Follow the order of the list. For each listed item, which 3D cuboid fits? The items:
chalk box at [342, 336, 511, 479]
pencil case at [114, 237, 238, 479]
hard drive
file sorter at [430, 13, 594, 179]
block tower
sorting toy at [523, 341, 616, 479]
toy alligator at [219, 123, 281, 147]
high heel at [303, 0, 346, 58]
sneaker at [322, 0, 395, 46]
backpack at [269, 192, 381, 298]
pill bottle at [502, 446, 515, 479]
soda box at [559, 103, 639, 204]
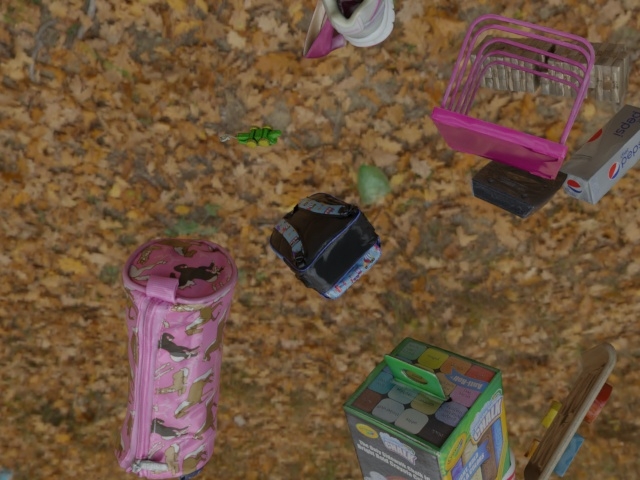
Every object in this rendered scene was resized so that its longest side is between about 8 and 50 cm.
[{"bbox_3d":[0.122,0.206,0.802,0.132,0.132,0.212,18,135,38],"label":"chalk box"},{"bbox_3d":[-0.217,0.179,1.035,0.160,0.167,0.385,-3,124,-24],"label":"pencil case"},{"bbox_3d":[0.467,-0.132,1.667,0.172,0.255,0.054,28,125,23],"label":"hard drive"},{"bbox_3d":[0.323,-0.230,1.161,0.202,0.182,0.291,21,-176,15],"label":"file sorter"},{"bbox_3d":[0.506,-0.383,1.565,0.336,0.091,0.097,18,143,35],"label":"block tower"},{"bbox_3d":[0.369,0.274,1.060,0.041,0.229,0.307,27,173,16],"label":"sorting toy"},{"bbox_3d":[-0.180,-0.272,1.901,0.190,0.056,0.051,-1,153,27],"label":"toy alligator"},{"bbox_3d":[-0.007,-0.576,1.770,0.117,0.082,0.244,-23,137,-13],"label":"high heel"},{"bbox_3d":[0.039,-0.388,0.940,0.103,0.111,0.252,-11,101,19],"label":"sneaker"},{"bbox_3d":[0.000,0.000,1.227,0.158,0.173,0.117,-46,124,-7],"label":"backpack"},{"bbox_3d":[0.292,0.482,1.388,0.177,0.176,0.318,-4,105,3],"label":"pill bottle"},{"bbox_3d":[0.748,-0.225,1.826,0.286,0.098,0.091,-42,131,-14],"label":"soda box"}]
